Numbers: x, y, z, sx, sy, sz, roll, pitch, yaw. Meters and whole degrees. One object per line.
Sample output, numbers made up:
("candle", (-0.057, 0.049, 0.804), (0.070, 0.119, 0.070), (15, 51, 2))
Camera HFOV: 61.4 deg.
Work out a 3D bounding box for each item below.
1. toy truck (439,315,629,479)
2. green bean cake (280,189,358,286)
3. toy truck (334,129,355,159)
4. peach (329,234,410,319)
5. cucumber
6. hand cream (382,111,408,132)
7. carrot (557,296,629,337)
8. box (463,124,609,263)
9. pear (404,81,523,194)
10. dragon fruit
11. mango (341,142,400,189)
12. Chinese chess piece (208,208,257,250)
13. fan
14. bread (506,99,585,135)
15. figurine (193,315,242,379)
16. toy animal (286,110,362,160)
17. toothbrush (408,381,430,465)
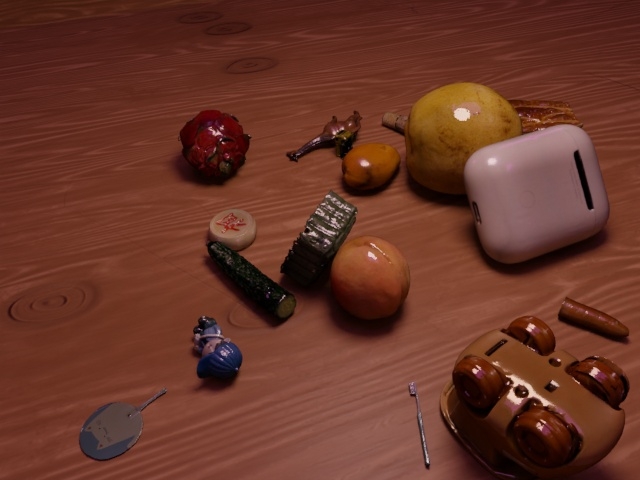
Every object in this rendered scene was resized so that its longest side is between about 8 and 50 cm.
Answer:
("toy truck", (0.344, 0.269, 0.909), (0.204, 0.211, 0.288), (-29, 45, -26))
("green bean cake", (0.000, 0.000, 1.238), (0.094, 0.173, 0.181), (33, 46, 2))
("toy truck", (0.072, -0.292, 1.628), (0.054, 0.083, 0.049), (26, 50, 29))
("peach", (0.105, 0.076, 1.156), (0.184, 0.184, 0.184), (-1, 42, 1))
("cucumber", (-0.172, 0.081, 1.239), (0.067, 0.067, 0.293), (-33, 50, -30))
("hand cream", (0.280, -0.365, 1.719), (0.203, 0.084, 0.084), (26, 49, 37))
("carrot", (0.579, 0.166, 1.140), (0.139, 0.048, 0.048), (23, 48, 22))
("box", (0.520, -0.114, 1.295), (0.349, 0.288, 0.141), (-17, 2, -17))
("pear", (0.377, -0.272, 1.444), (0.314, 0.314, 0.314), (-1, 42, 1))
("dragon fruit", (-0.310, -0.288, 1.573), (0.192, 0.193, 0.274), (-34, 45, 5))
("mango", (0.149, -0.216, 1.532), (0.145, 0.112, 0.219), (26, 37, 28))
("Chinese chess piece", (-0.222, -0.027, 1.368), (0.122, 0.051, 0.122), (0, 42, 0))
("fan", (-0.362, 0.332, 1.007), (0.175, 0.005, 0.113), (-34, 51, -31))
("bread", (0.637, -0.351, 1.660), (0.275, 0.114, 0.184), (-1, 42, 3))
("figurine", (-0.214, 0.219, 1.087), (0.087, 0.086, 0.149), (24, 15, -34))
("toy animal", (0.015, -0.328, 1.686), (0.224, 0.066, 0.229), (-7, 36, 18))
("toothbrush", (0.181, 0.332, 0.989), (0.014, 0.011, 0.167), (-6, 42, 3))
